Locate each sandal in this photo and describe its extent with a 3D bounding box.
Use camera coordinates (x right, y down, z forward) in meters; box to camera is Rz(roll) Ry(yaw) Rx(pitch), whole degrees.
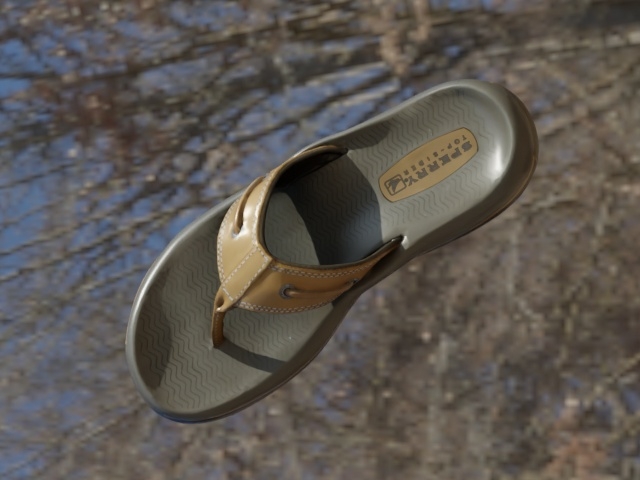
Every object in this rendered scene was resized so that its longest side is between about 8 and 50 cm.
[{"bbox_3d":[0.000,0.000,0.831,0.090,0.219,0.060,60,-172,14],"label":"sandal"}]
